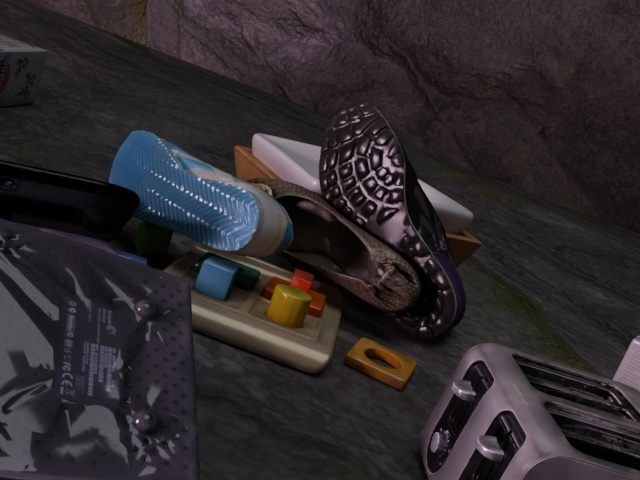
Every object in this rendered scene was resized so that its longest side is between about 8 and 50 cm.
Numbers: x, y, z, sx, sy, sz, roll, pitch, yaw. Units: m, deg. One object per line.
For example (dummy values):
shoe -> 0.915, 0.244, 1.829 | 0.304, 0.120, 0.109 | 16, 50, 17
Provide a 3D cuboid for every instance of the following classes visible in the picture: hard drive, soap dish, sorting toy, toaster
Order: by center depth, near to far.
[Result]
hard drive -> -0.194, 0.061, 0.449 | 0.254, 0.054, 0.172 | 18, 39, -28
toaster -> 0.176, 0.169, 0.563 | 0.185, 0.110, 0.168 | 18, 16, -8
sorting toy -> -0.062, 0.048, 0.795 | 0.347, 0.047, 0.196 | 21, 15, 1
soap dish -> 0.042, -0.040, 1.096 | 0.290, 0.118, 0.229 | 11, 18, -33

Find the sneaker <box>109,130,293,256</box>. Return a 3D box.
sneaker -> -0.130, -0.042, 0.833 | 0.228, 0.087, 0.092 | 30, 5, 31

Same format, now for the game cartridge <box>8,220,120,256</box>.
game cartridge -> -0.267, 0.036, 0.573 | 0.294, 0.060, 0.196 | 7, 24, -40

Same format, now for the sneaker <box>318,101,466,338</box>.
sneaker -> 0.088, -0.022, 0.945 | 0.124, 0.107, 0.283 | 0, 68, -65

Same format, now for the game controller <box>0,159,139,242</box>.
game controller -> -0.320, -0.055, 0.689 | 0.319, 0.067, 0.166 | 11, -16, -19

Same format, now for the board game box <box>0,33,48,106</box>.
board game box -> -0.570, -0.268, 1.145 | 0.224, 0.098, 0.303 | 22, 17, 4

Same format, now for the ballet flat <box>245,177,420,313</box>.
ballet flat -> 0.000, 0.000, 0.876 | 0.250, 0.084, 0.058 | 34, -2, 20

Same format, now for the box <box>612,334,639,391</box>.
box -> 0.501, 0.212, 0.912 | 0.324, 0.067, 0.063 | 28, 16, 31
